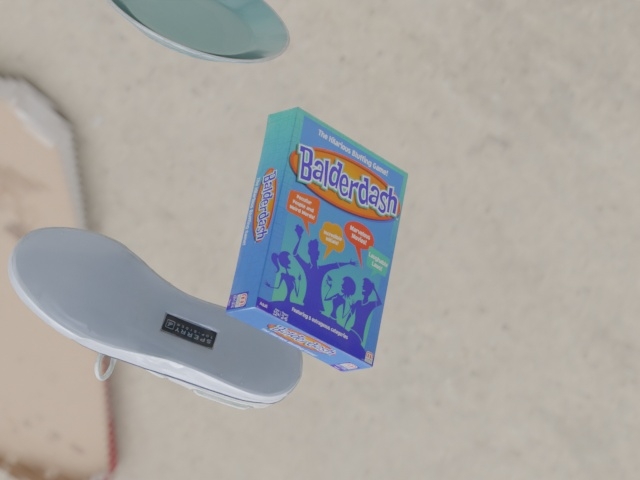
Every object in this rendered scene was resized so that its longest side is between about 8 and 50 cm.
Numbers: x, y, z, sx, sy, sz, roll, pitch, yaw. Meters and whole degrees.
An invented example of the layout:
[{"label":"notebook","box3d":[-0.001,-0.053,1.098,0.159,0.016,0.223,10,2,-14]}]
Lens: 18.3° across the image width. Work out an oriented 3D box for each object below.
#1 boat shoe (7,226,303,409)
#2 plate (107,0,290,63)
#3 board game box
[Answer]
[{"label":"boat shoe","box3d":[-0.205,0.105,2.359,0.367,0.135,0.156,22,155,-7]},{"label":"plate","box3d":[-0.118,-0.206,1.806,0.188,0.188,0.024,27,118,3]},{"label":"board game box","box3d":[0.000,0.000,1.904,0.160,0.210,0.047,28,152,-37]}]
